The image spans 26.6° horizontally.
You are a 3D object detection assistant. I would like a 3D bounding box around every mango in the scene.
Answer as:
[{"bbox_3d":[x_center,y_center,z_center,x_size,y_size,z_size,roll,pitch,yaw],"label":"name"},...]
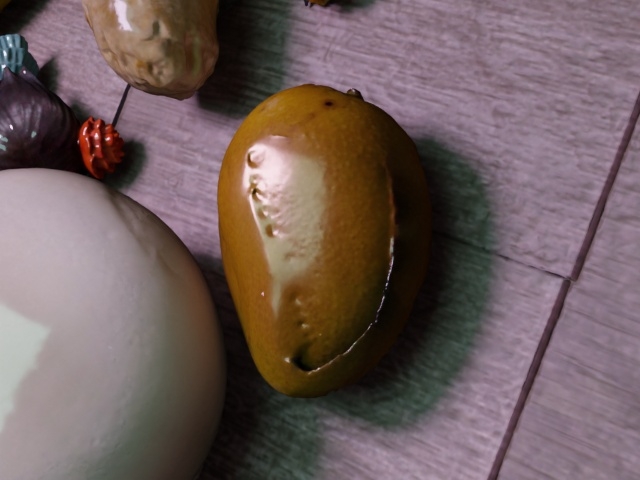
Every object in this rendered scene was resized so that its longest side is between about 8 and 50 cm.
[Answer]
[{"bbox_3d":[0.000,0.000,1.010,0.166,0.136,0.236,2,82,32],"label":"mango"}]

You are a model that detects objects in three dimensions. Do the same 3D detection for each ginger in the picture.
[{"bbox_3d":[-0.156,-0.278,1.185,0.126,0.190,0.354,-19,52,11],"label":"ginger"}]

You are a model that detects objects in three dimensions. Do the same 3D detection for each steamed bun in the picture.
[{"bbox_3d":[-0.235,0.096,1.049,0.324,0.206,0.324,-3,76,12],"label":"steamed bun"}]

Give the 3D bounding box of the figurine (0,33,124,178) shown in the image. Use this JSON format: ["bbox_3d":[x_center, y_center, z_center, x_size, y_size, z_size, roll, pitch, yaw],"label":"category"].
[{"bbox_3d":[-0.288,-0.121,1.270,0.138,0.110,0.245,-38,49,-2],"label":"figurine"}]

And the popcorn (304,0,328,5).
[{"bbox_3d":[-0.008,-0.229,1.133,0.084,0.084,0.084,-11,69,32],"label":"popcorn"}]

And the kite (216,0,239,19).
[{"bbox_3d":[-0.072,-0.266,1.219,0.245,0.015,0.141,-26,64,27],"label":"kite"}]

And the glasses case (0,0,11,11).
[{"bbox_3d":[-0.329,-0.346,1.345,0.371,0.141,0.173,-50,40,11],"label":"glasses case"}]
